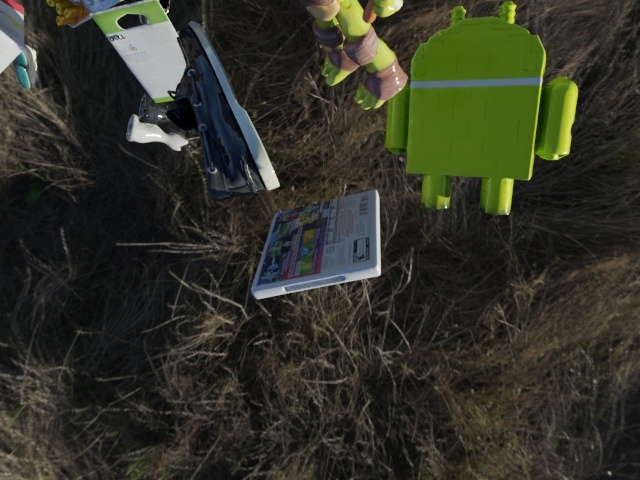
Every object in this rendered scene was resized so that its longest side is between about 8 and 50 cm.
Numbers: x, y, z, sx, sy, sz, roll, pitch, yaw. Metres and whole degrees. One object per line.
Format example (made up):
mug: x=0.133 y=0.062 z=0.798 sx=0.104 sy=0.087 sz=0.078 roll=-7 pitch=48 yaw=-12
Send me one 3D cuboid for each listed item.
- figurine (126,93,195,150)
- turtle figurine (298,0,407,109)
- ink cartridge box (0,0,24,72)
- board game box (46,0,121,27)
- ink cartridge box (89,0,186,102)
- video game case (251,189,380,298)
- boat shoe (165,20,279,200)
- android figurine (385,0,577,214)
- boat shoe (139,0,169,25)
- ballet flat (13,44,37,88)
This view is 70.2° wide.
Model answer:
figurine: x=-0.552 y=-0.399 z=1.615 sx=0.209 sy=0.092 sz=0.215 roll=13 pitch=153 yaw=-36
turtle figurine: x=-0.006 y=-0.230 z=0.411 sx=0.269 sy=0.217 sz=0.087 roll=32 pitch=84 yaw=35
ink cartridge box: x=-0.903 y=-0.578 z=1.235 sx=0.128 sy=0.127 sz=0.176 roll=-30 pitch=63 yaw=21
board game box: x=-0.568 y=-0.734 z=1.016 sx=0.389 sy=0.050 sz=0.390 roll=-6 pitch=119 yaw=31
ink cartridge box: x=-0.381 y=-0.470 z=1.097 sx=0.188 sy=0.097 sz=0.255 roll=-1 pitch=147 yaw=19
video game case: x=0.000 y=0.000 z=0.693 sx=0.183 sy=0.201 sz=0.023 roll=-12 pitch=124 yaw=15
boat shoe: x=-0.178 y=-0.198 z=0.701 sx=0.113 sy=0.127 sz=0.340 roll=-27 pitch=72 yaw=-3
android figurine: x=0.207 y=-0.175 z=0.620 sx=0.248 sy=0.056 sz=0.273 roll=6 pitch=104 yaw=27
boat shoe: x=-0.544 y=-0.803 z=1.530 sx=0.068 sy=0.081 sz=0.228 roll=43 pitch=135 yaw=-4
ballet flat: x=-0.937 y=-0.572 z=1.442 sx=0.074 sy=0.074 sz=0.203 roll=30 pitch=148 yaw=-7
